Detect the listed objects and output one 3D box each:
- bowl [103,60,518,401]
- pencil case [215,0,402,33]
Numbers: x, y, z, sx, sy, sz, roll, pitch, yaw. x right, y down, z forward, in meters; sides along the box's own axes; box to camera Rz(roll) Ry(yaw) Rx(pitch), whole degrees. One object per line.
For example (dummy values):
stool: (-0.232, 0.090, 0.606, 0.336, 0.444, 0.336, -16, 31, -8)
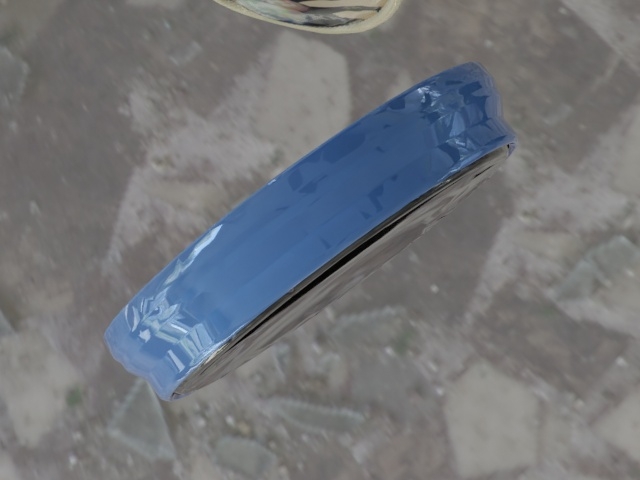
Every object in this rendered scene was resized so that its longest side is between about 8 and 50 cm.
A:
bowl: (0.000, 0.000, 1.440, 0.391, 0.391, 0.077, -37, 84, -2)
pencil case: (0.010, -0.335, 1.063, 0.183, 0.160, 0.410, 13, 67, 7)
